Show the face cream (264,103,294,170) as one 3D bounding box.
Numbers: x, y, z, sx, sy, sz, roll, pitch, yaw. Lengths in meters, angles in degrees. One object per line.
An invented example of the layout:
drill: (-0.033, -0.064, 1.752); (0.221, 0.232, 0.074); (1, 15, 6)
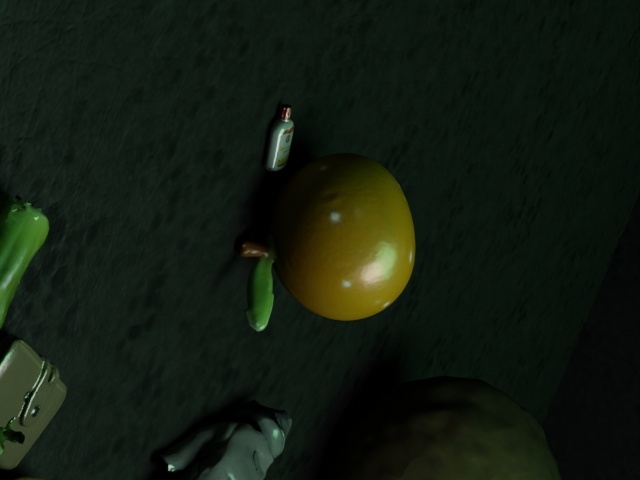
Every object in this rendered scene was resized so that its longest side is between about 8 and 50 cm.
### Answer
face cream: (-0.049, -0.127, 1.901); (0.040, 0.021, 0.083); (-32, 139, -54)

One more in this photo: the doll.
doll: (0.000, 0.000, 1.945); (0.236, 0.213, 0.213); (-10, 131, -16)

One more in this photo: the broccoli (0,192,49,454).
broccoli: (-0.332, 0.085, 1.394); (0.304, 0.145, 0.165); (-65, 149, -30)

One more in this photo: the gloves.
gloves: (-0.138, 0.297, 2.032); (0.285, 0.119, 0.142); (-40, 114, -40)

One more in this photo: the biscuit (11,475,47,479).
biscuit: (-0.393, 0.413, 1.634); (0.376, 0.051, 0.269); (-56, 156, -14)

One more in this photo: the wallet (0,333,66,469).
wallet: (-0.316, 0.167, 1.588); (0.118, 0.038, 0.153); (-56, 154, -17)

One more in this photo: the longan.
longan: (0.204, 0.439, 2.530); (0.404, 0.404, 0.436); (-35, 138, -51)
